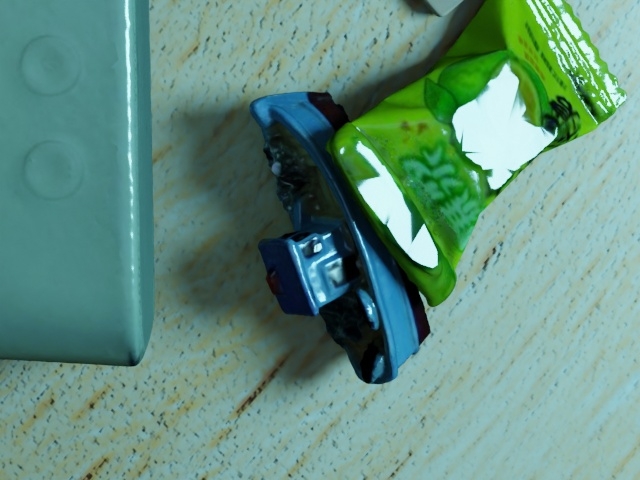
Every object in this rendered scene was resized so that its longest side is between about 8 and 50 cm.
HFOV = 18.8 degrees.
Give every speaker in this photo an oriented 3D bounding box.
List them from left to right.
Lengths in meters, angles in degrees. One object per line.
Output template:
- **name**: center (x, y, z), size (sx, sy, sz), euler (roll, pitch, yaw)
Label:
- **speaker**: center (-0.209, -0.122, 1.303), size (0.184, 0.183, 0.406), euler (-1, 98, -2)

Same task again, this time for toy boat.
- **toy boat**: center (0.000, 0.000, 1.383), size (0.097, 0.100, 0.223), euler (-26, 102, -25)

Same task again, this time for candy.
- **candy**: center (0.113, -0.083, 1.395), size (0.246, 0.069, 0.149), euler (-43, 110, -21)

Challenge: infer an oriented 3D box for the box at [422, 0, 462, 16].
- **box**: center (0.115, -0.215, 1.411), size (0.115, 0.025, 0.048), euler (-41, 102, -2)
